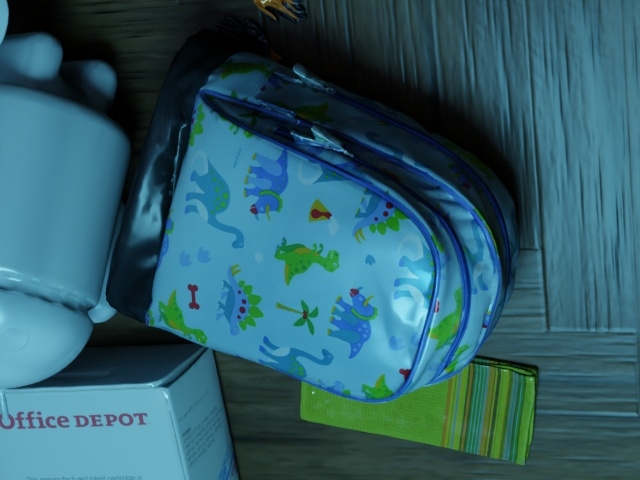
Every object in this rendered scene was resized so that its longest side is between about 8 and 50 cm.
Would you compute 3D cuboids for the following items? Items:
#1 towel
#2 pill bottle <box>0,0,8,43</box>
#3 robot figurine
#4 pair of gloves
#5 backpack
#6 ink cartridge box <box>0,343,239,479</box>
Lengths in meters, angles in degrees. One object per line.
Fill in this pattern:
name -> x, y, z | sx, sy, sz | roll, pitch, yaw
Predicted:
towel -> 0.093, 0.155, 1.457 | 0.237, 0.021, 0.102 | 9, 109, 16
pill bottle -> -0.401, -0.233, 1.345 | 0.264, 0.146, 0.146 | 26, 116, 36
robot figurine -> -0.294, -0.014, 1.386 | 0.200, 0.300, 0.353 | -1, 73, 43
pair of gloves -> -0.056, -0.206, 1.394 | 0.074, 0.010, 0.083 | 33, 118, 5
backpack -> 0.000, 0.000, 1.332 | 0.355, 0.273, 0.290 | 19, 107, 0
ink cartridge box -> -0.203, 0.270, 1.537 | 0.226, 0.131, 0.306 | -4, 105, 21
